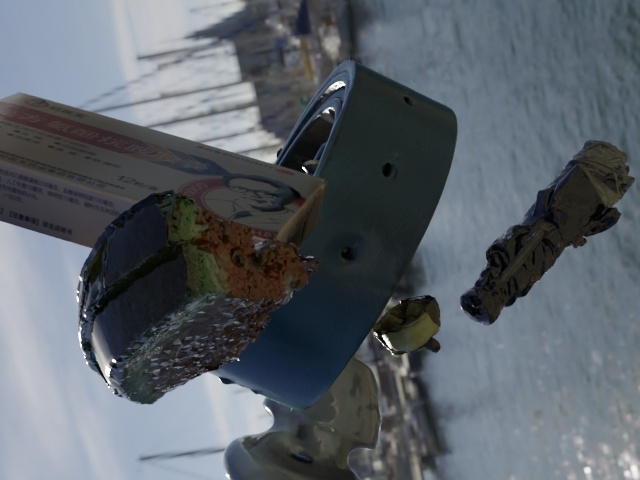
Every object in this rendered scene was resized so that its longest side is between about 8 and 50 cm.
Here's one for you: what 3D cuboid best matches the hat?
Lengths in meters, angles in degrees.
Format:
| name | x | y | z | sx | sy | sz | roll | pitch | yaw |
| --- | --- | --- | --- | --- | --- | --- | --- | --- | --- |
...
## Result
| name | x | y | z | sx | sy | sz | roll | pitch | yaw |
| --- | --- | --- | --- | --- | --- | --- | --- | --- | --- |
| hat | 0.111 | 0.109 | 1.400 | 0.077 | 0.076 | 0.059 | -9 | 114 | 47 |

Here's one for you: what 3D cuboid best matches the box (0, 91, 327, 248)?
| name | x | y | z | sx | sy | sz | roll | pitch | yaw |
| --- | --- | --- | --- | --- | --- | --- | --- | --- | --- |
| box | -0.189 | -0.055 | 1.118 | 0.214 | 0.353 | 0.069 | -53 | -20 | -68 |

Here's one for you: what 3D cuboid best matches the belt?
| name | x | y | z | sx | sy | sz | roll | pitch | yaw |
| --- | --- | --- | --- | --- | --- | --- | --- | --- | --- |
| belt | 0.001 | -0.001 | 1.401 | 0.436 | 0.173 | 0.300 | -56 | 15 | 23 |

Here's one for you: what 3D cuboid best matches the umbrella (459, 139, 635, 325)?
| name | x | y | z | sx | sy | sz | roll | pitch | yaw |
| --- | --- | --- | --- | --- | --- | --- | --- | --- | --- |
| umbrella | 0.334 | -0.009 | 1.676 | 0.113 | 0.358 | 0.106 | 50 | 155 | -8 |

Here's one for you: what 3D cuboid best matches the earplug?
| name | x | y | z | sx | sy | sz | roll | pitch | yaw |
| --- | --- | --- | --- | --- | --- | --- | --- | --- | --- |
| earplug | -0.014 | 0.290 | 1.682 | 0.325 | 0.214 | 0.175 | -61 | -10 | -55 |

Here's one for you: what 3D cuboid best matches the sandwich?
| name | x | y | z | sx | sy | sz | roll | pitch | yaw |
| --- | --- | --- | --- | --- | --- | --- | --- | --- | --- |
| sandwich | -0.100 | 0.058 | 0.815 | 0.235 | 0.159 | 0.079 | -41 | 54 | 44 |
